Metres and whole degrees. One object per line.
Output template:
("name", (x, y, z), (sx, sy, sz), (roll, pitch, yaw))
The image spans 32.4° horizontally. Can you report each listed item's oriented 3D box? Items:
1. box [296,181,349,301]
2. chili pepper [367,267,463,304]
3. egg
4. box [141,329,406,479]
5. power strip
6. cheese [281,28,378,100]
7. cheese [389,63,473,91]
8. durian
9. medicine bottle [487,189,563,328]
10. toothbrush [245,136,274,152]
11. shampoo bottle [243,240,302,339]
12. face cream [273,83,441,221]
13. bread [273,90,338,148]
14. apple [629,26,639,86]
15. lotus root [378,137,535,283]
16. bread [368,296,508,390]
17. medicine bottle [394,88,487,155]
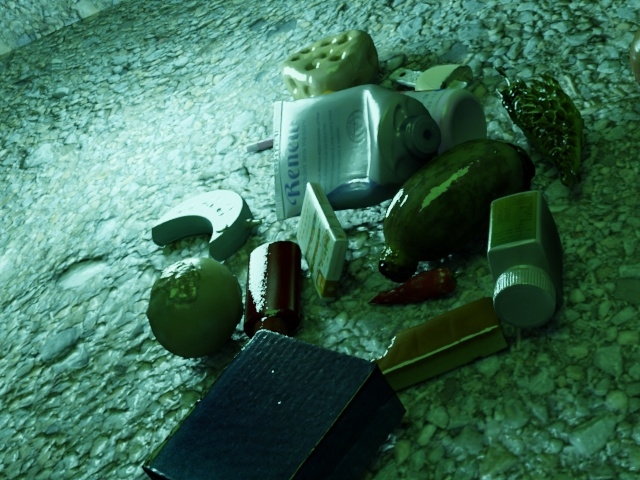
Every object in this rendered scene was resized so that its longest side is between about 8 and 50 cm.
("box", (0.001, 0.000, 1.925), (0.032, 0.122, 0.220), (5, 27, -17))
("chili pepper", (0.147, 0.079, 1.763), (0.178, 0.045, 0.027), (-16, 24, 30))
("egg", (-0.214, 0.110, 1.880), (0.164, 0.164, 0.201), (-16, 28, 18))
("box", (-0.066, 0.282, 1.556), (0.261, 0.116, 0.279), (13, 52, 46))
("power strip", (-0.215, -0.033, 2.193), (0.253, 0.054, 0.167), (9, 48, 46))
("cheese", (0.028, -0.377, 2.446), (0.218, 0.117, 0.235), (-25, 30, 2))
("cheese", (0.222, -0.326, 2.285), (0.127, 0.050, 0.235), (-43, 33, -18))
("durian", (0.394, -0.211, 1.917), (0.106, 0.132, 0.375), (-35, 35, 13))
("medicine bottle", (0.302, 0.034, 1.621), (0.088, 0.132, 0.188), (-13, 35, 21))
("toothbrush", (-0.033, -0.233, 2.375), (0.286, 0.020, 0.025), (-13, 26, 22))
("shampoo bottle", (-0.081, 0.101, 1.882), (0.102, 0.064, 0.260), (-17, 33, 11))
("face cream", (0.051, -0.165, 1.997), (0.137, 0.235, 0.420), (-1, -2, -40))
("bread", (0.002, -0.233, 2.283), (0.200, 0.077, 0.116), (-47, 35, -17))
("apple", (0.617, -0.309, 1.827), (0.173, 0.188, 0.188), (-32, 31, -17))
("lotus root", (0.209, -0.055, 1.805), (0.309, 0.173, 0.173), (-39, 33, -13))
("bread", (0.162, 0.160, 1.627), (0.226, 0.049, 0.088), (-22, 32, 10))
("medicine bottle", (0.168, -0.202, 2.051), (0.254, 0.152, 0.152), (1, 41, 39))
